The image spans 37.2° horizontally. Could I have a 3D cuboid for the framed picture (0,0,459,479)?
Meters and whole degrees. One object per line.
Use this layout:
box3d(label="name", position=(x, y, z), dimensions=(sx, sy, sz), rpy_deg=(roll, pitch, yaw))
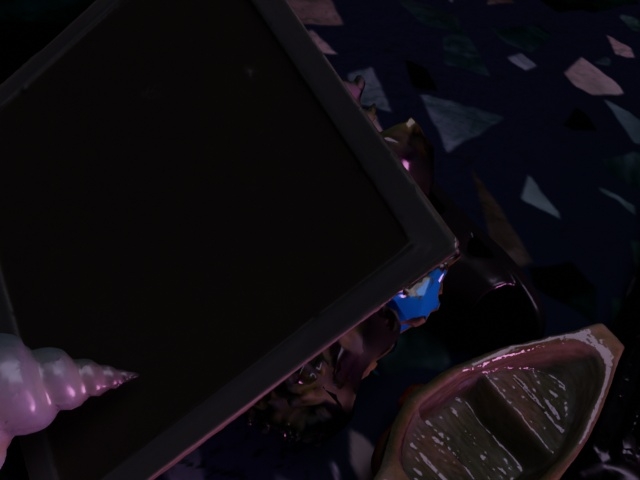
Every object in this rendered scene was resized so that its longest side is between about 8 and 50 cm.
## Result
box3d(label="framed picture", position=(-0.075, -0.024, 0.419), dimensions=(0.014, 0.197, 0.252), rpy_deg=(38, 18, -51))

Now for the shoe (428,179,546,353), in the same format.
box3d(label="shoe", position=(0.060, 0.009, 0.538), dimensions=(0.053, 0.062, 0.159), rpy_deg=(-9, 47, -28))

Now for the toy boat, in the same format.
box3d(label="toy boat", position=(0.076, 0.096, 0.450), dimensions=(0.185, 0.071, 0.089), rpy_deg=(-24, 62, -40))

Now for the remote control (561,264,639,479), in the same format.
box3d(label="remote control", position=(0.252, 0.051, 0.590), dimensions=(0.144, 0.062, 0.399), rpy_deg=(33, 42, 8))

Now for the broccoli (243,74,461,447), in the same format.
box3d(label="broccoli", position=(0.000, 0.000, 0.443), dimensions=(0.154, 0.160, 0.167), rpy_deg=(52, 52, -8))

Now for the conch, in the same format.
box3d(label="conch", position=(-0.156, 0.073, 0.355), dimensions=(0.180, 0.065, 0.088), rpy_deg=(-11, 85, -5))
